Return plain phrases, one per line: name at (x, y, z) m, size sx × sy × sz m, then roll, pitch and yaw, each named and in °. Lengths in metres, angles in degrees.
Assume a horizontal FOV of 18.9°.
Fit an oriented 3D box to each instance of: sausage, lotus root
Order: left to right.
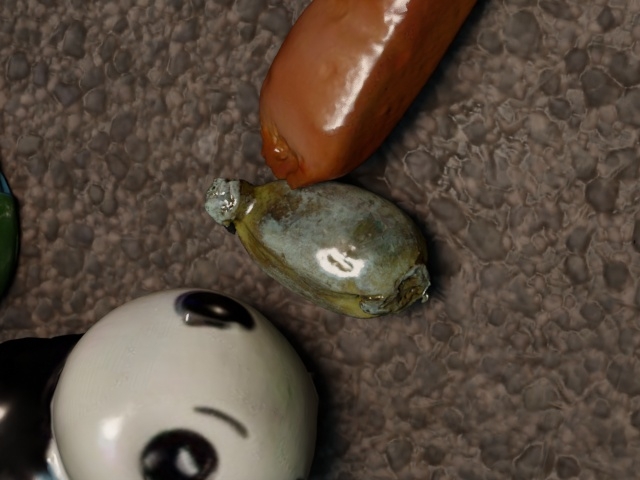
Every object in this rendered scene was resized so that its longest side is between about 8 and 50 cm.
lotus root at (0.001, -0.001, 1.295) m, size 0.165 × 0.088 × 0.088 m, roll 22°, pitch 103°, yaw 13°
sausage at (0.063, -0.188, 1.245) m, size 0.097 × 0.094 × 0.348 m, roll 42°, pitch 111°, yaw 44°

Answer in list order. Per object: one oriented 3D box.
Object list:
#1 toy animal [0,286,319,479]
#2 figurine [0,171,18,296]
toy animal at (-0.131, 0.150, 1.299) m, size 0.267 × 0.212 × 0.212 m, roll -16°, pitch 90°, yaw 28°
figurine at (-0.298, -0.012, 1.329) m, size 0.127 × 0.234 × 0.185 m, roll 3°, pitch 97°, yaw 25°
